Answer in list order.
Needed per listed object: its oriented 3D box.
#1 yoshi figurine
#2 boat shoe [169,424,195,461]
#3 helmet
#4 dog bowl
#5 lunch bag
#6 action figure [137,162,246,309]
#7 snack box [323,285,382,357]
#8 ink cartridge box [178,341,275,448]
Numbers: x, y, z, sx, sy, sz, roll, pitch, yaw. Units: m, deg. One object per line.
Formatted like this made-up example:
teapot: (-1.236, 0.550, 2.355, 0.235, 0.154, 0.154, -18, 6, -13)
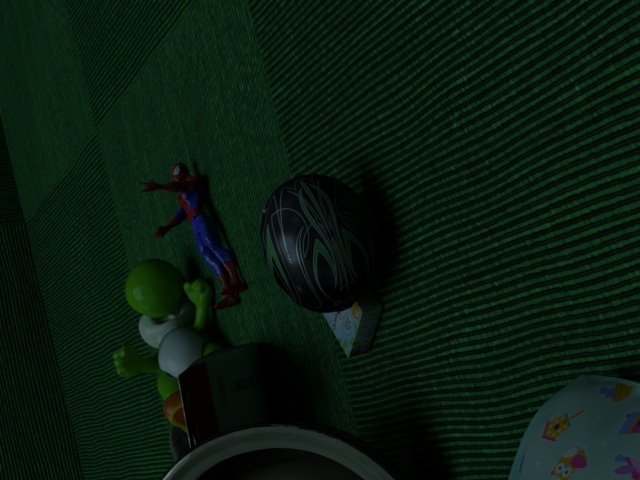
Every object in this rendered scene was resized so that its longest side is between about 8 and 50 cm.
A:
yoshi figurine: (-0.273, 0.166, 2.325, 0.362, 0.204, 0.203, 55, 131, 46)
boat shoe: (-0.197, 0.461, 2.356, 0.324, 0.123, 0.116, -123, 30, -42)
helmet: (0.000, 0.000, 1.658, 0.161, 0.169, 0.169, 84, 161, -54)
dog bowl: (-0.033, 0.427, 1.689, 0.150, 0.408, 0.408, -23, -78, -77)
lunch bag: (0.281, 0.255, 1.154, 0.223, 0.160, 0.262, 7, 74, 65)
action figure: (-0.239, -0.014, 2.216, 0.091, 0.139, 0.280, 120, 135, -55)
snack box: (0.032, 0.078, 1.771, 0.141, 0.037, 0.100, 59, 150, 36)
ink cartridge box: (-0.127, 0.330, 1.982, 0.385, 0.091, 0.308, -2, -99, -87)
